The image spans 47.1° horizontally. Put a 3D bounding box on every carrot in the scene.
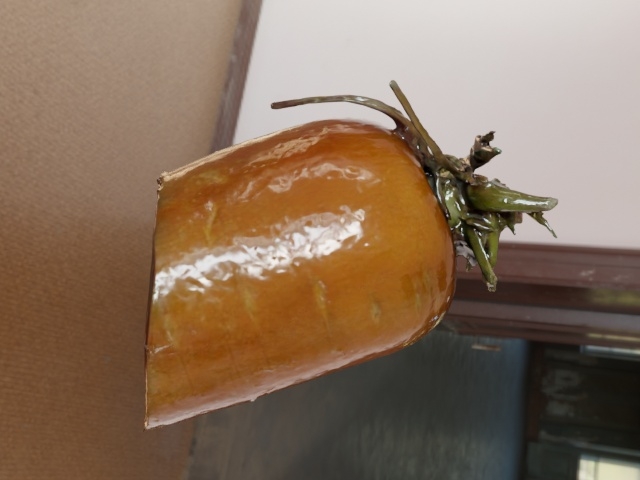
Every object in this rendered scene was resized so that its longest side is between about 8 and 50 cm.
[{"bbox_3d":[0.000,0.000,0.578,0.193,0.331,0.214,142,-66,-83],"label":"carrot"}]
